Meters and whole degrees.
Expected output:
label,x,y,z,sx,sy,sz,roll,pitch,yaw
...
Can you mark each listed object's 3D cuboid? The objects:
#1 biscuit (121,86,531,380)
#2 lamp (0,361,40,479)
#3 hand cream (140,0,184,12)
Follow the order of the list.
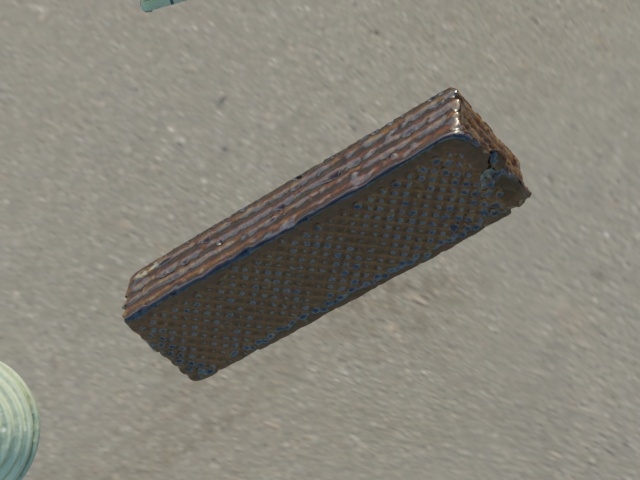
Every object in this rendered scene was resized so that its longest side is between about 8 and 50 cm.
label,x,y,z,sx,sy,sz,roll,pitch,yaw
biscuit,0.000,0.000,1.455,0.388,0.107,0.073,-29,35,25
lamp,-0.243,0.128,1.143,0.106,0.193,0.106,0,89,-3
hand cream,-0.091,-0.171,0.879,0.035,0.102,0.022,-18,40,-7
